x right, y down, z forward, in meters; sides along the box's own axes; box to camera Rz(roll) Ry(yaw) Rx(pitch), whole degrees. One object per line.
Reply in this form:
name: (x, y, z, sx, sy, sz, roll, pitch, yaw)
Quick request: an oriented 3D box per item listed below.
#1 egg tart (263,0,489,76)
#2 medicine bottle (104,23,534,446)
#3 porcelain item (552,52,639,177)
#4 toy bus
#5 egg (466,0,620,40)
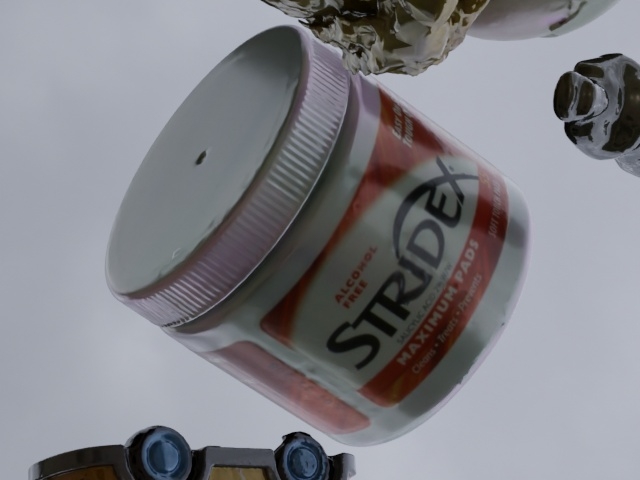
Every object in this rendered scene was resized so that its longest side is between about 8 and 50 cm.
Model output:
egg tart: (-0.012, -0.210, 0.946, 0.123, 0.294, 0.294, -12, -113, -11)
medicine bottle: (0.000, 0.000, 1.539, 0.252, 0.241, 0.252, -44, -154, 28)
porcelain item: (0.213, -0.095, 1.432, 0.069, 0.216, 0.081, 18, -88, 27)
toy bus: (-0.082, 0.197, 1.289, 0.126, 0.210, 0.136, -26, -117, 54)
egg: (0.170, -0.253, 1.605, 0.217, 0.183, 0.183, -32, -121, -7)
